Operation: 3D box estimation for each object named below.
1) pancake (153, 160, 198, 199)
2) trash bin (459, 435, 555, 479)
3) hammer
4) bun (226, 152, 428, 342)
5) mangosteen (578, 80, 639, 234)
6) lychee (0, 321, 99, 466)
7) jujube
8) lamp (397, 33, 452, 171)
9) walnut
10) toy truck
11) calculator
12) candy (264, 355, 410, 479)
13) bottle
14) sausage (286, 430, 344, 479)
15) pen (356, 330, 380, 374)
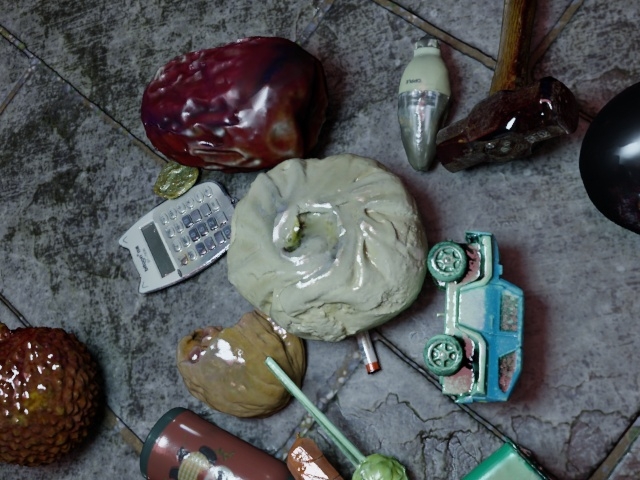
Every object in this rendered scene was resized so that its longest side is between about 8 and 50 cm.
[{"bbox_3d":[-0.301,-0.129,1.474,0.108,0.017,0.108,-14,54,19],"label":"pancake"},{"bbox_3d":[0.227,0.501,1.038,0.381,0.259,0.295,-45,68,3],"label":"trash bin"},{"bbox_3d":[0.331,-0.326,1.237,0.242,0.095,0.409,-17,55,51],"label":"hammer"},{"bbox_3d":[0.000,0.000,1.229,0.359,0.211,0.360,-6,67,14],"label":"bun"},{"bbox_3d":[0.549,-0.144,1.084,0.275,0.275,0.302,17,49,22],"label":"mangosteen"},{"bbox_3d":[-0.568,0.288,1.363,0.275,0.276,0.304,-21,99,14],"label":"lychee"},{"bbox_3d":[-0.160,-0.251,1.350,0.376,0.258,0.258,-5,76,33],"label":"jujube"},{"bbox_3d":[0.190,-0.250,1.295,0.101,0.101,0.250,3,82,20],"label":"lamp"},{"bbox_3d":[-0.148,0.230,1.293,0.238,0.141,0.204,-24,77,10],"label":"walnut"},{"bbox_3d":[0.251,0.127,1.167,0.156,0.155,0.279,3,79,11],"label":"toy truck"},{"bbox_3d":[-0.279,-0.011,1.444,0.268,0.040,0.177,-31,70,10],"label":"calculator"},{"bbox_3d":[0.020,0.323,1.205,0.335,0.092,0.093,47,139,7],"label":"candy"},{"bbox_3d":[-0.146,0.423,1.251,0.336,0.144,0.144,20,86,20],"label":"bottle"},{"bbox_3d":[0.001,0.395,1.171,0.065,0.065,0.169,-49,65,4],"label":"sausage"},{"bbox_3d":[0.065,0.137,1.297,0.026,0.026,0.218,-22,71,14],"label":"pen"}]
